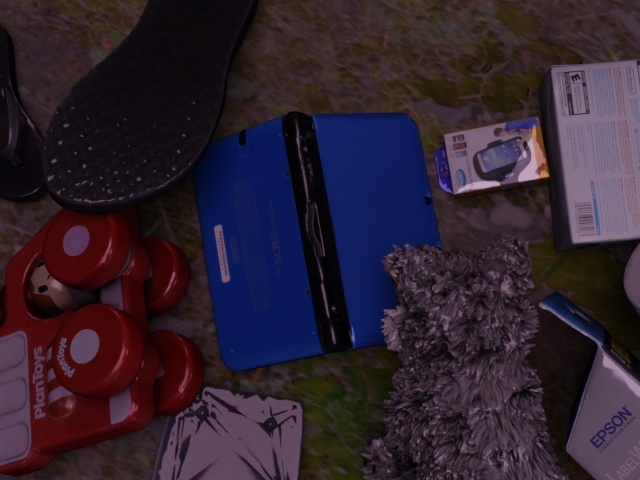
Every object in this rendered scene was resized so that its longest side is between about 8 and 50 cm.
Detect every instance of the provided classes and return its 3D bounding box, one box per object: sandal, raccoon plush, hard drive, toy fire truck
[{"bbox_3d":[-0.421,-0.166,1.223,0.097,0.054,0.254,-21,80,-2],"label":"sandal"},{"bbox_3d":[0.190,0.180,0.962,0.216,0.446,0.299,-7,110,-19],"label":"raccoon plush"},{"bbox_3d":[-0.114,0.305,1.134,0.172,0.054,0.254,9,80,3],"label":"hard drive"},{"bbox_3d":[-0.294,0.102,1.120,0.254,0.169,0.302,-19,66,17],"label":"toy fire truck"},{"bbox_3d":[-0.183,-0.186,1.157,0.168,0.107,0.445,21,55,3],"label":"sandal"}]

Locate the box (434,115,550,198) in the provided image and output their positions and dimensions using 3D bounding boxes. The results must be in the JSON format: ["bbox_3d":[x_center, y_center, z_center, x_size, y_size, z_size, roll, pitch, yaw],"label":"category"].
[{"bbox_3d":[0.213,-0.103,1.197,0.136,0.028,0.081,-10,78,9],"label":"box"}]

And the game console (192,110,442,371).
[{"bbox_3d":[0.000,0.000,1.197,0.250,0.173,0.293,-16,78,31],"label":"game console"}]

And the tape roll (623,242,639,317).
[{"bbox_3d":[0.468,0.063,1.002,0.246,0.246,0.169,-36,108,-4],"label":"tape roll"}]

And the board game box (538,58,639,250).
[{"bbox_3d":[0.436,-0.109,1.168,0.303,0.097,0.224,-4,81,3],"label":"board game box"}]

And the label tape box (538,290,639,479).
[{"bbox_3d":[0.347,0.211,1.028,0.348,0.249,0.115,42,100,13],"label":"label tape box"}]
